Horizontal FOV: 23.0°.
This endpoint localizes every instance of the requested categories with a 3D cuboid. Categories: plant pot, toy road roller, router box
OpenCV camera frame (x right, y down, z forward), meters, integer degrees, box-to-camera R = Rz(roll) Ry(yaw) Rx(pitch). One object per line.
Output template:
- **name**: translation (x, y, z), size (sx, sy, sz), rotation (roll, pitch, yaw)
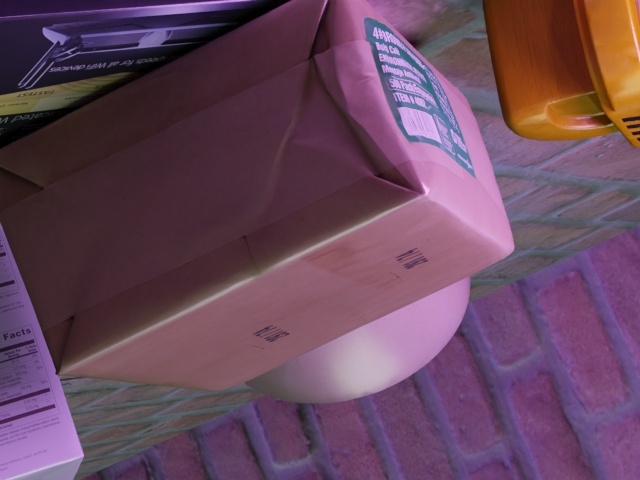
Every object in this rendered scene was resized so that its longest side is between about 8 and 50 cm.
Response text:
- **plant pot**: translation (0.000, 0.000, 1.634), size (0.284, 0.284, 0.191), rotation (-20, 134, -2)
- **toy road roller**: translation (0.289, -0.173, 1.432), size (0.240, 0.202, 0.329), rotation (-12, 166, 19)
- **router box**: translation (-0.163, -0.136, 1.083), size (0.309, 0.081, 0.243), rotation (-11, 164, -39)

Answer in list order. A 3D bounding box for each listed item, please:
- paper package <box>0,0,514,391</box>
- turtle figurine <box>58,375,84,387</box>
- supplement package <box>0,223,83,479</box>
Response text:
- **paper package**: translation (-0.037, -0.022, 1.181), size (0.309, 0.168, 0.325), rotation (-26, 165, 14)
- **turtle figurine**: translation (-0.407, 0.175, 1.997), size (0.234, 0.118, 0.175), rotation (-2, 148, -14)
- **supplement package**: translation (-0.359, 0.123, 1.472), size (0.198, 0.263, 0.199), rotation (-17, 168, -17)
